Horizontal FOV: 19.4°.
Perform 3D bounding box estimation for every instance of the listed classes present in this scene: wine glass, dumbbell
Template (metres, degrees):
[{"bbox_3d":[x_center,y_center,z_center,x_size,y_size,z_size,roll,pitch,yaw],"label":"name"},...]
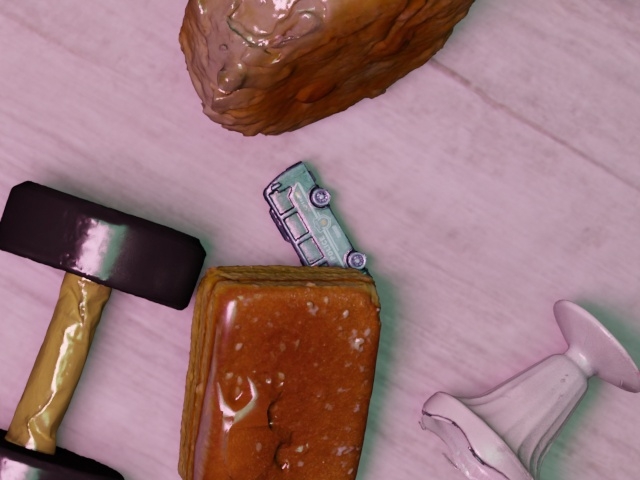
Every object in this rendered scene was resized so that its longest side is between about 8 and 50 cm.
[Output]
[{"bbox_3d":[0.222,0.172,1.918,0.196,0.165,0.165,-39,94,-10],"label":"wine glass"},{"bbox_3d":[-0.255,0.121,1.839,0.204,0.204,0.322,19,87,-6],"label":"dumbbell"}]

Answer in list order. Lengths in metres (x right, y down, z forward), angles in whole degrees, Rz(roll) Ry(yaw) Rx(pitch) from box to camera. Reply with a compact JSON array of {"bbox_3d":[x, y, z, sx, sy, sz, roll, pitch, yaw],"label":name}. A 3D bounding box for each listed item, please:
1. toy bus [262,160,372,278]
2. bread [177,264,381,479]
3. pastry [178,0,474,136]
[{"bbox_3d":[0.000,0.000,1.947,0.065,0.047,0.166,-30,93,-3],"label":"toy bus"},{"bbox_3d":[-0.042,0.145,1.869,0.184,0.110,0.234,0,106,-21],"label":"bread"},{"bbox_3d":[0.002,-0.218,1.829,0.330,0.329,0.136,-25,76,-6],"label":"pastry"}]
